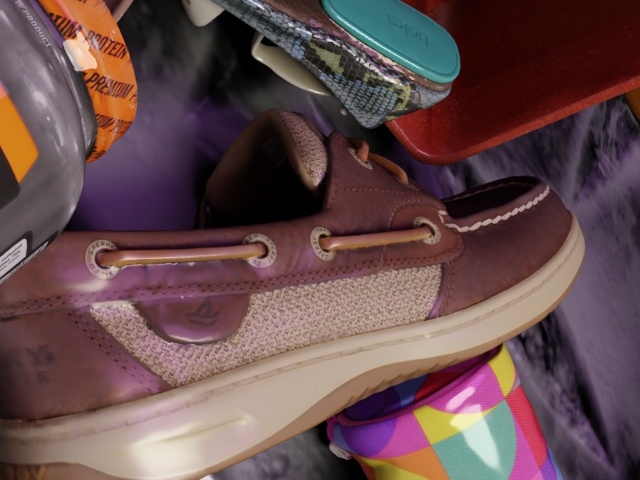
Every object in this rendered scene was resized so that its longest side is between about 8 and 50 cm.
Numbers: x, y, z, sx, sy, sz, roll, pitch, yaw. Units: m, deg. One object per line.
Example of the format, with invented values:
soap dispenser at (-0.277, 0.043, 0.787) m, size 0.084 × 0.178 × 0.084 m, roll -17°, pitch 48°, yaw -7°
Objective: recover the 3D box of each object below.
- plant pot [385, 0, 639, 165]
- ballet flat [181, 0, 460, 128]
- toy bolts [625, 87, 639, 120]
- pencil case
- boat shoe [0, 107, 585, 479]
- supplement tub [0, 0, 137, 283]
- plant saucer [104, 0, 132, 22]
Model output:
plant pot at (0.102, -0.243, 0.562) m, size 0.267 × 0.267 × 0.236 m, roll 46°, pitch 35°, yaw -37°
ballet flat at (-0.022, -0.106, 0.503) m, size 0.188 × 0.070 × 0.070 m, roll 34°, pitch 58°, yaw -27°
toy bolts at (0.318, -0.194, 0.920) m, size 0.218 × 0.158 × 0.228 m, roll -10°, pitch 102°, yaw -8°
pencil case at (0.084, 0.153, 0.585) m, size 0.104 × 0.104 × 0.236 m, roll -42°, pitch 111°, yaw -44°
boat shoe at (0.000, 0.000, 0.507) m, size 0.342 × 0.123 × 0.123 m, roll -19°, pitch 98°, yaw -42°
supplement tub at (-0.149, -0.014, 0.320) m, size 0.190 × 0.117 × 0.117 m, roll -45°, pitch 116°, yaw -30°
plant saucer at (-0.149, -0.155, 0.432) m, size 0.198 × 0.036 × 0.198 m, roll 13°, pitch 72°, yaw -45°
